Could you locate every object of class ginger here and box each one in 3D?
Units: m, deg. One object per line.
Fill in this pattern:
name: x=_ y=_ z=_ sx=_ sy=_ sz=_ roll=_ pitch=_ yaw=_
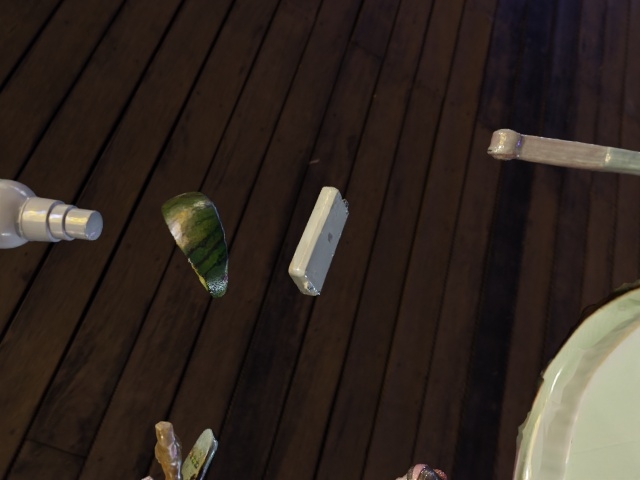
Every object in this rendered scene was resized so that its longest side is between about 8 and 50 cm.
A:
ginger: x=-0.168 y=0.232 z=0.766 sx=0.030 sy=0.048 sz=0.097 roll=-16 pitch=122 yaw=-23

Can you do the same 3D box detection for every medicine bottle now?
medicine bottle: x=-0.513 y=-0.043 z=1.082 sx=0.352 sy=0.110 sz=0.110 roll=7 pitch=64 yaw=13

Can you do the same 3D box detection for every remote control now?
remote control: x=-0.233 y=0.441 z=1.159 sx=0.045 sy=0.097 sz=0.256 roll=25 pitch=89 yaw=-21

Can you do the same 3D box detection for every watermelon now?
watermelon: x=-0.179 y=-0.016 z=1.042 sx=0.075 sy=0.092 sz=0.181 roll=-31 pitch=61 yaw=2

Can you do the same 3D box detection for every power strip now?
power strip: x=0.000 y=0.000 z=1.157 sx=0.081 sy=0.035 sz=0.192 roll=59 pitch=45 yaw=-52

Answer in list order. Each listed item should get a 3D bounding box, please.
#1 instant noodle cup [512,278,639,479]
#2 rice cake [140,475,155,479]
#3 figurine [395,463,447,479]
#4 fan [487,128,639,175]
instant noodle cup: x=0.283 y=0.167 z=0.390 sx=0.266 sy=0.340 sz=0.339 roll=18 pitch=64 yaw=-8
rice cake: x=-0.206 y=0.430 z=0.954 sx=0.050 sy=0.298 sz=0.106 roll=-17 pitch=53 yaw=-7
figurine: x=0.113 y=0.355 z=0.934 sx=0.072 sy=0.129 sz=0.054 roll=45 pitch=8 yaw=-47
fan: x=0.258 y=-0.054 z=0.518 sx=0.282 sy=0.057 sz=0.023 roll=8 pitch=107 yaw=-8
